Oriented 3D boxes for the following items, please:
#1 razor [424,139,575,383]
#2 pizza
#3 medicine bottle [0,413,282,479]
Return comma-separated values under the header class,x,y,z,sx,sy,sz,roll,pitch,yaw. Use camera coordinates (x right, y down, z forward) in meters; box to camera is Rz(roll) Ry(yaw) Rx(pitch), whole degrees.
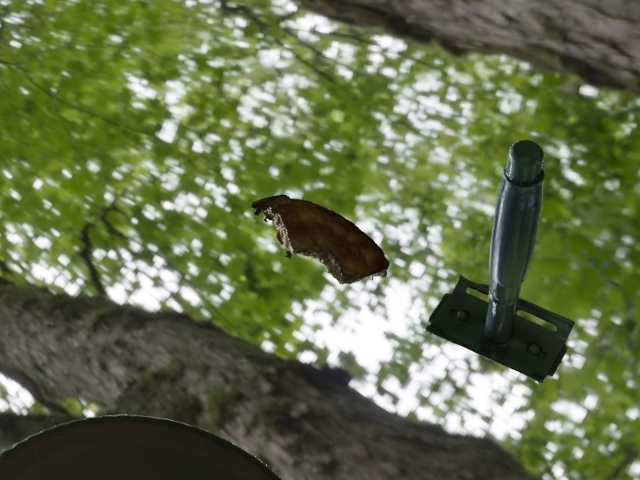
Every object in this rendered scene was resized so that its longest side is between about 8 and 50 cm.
class,x,y,z,sx,sy,sz,roll,pitch,yaw
razor,0.087,0.005,0.576,0.040,0.068,0.135,-55,-22,-34
pizza,0.000,0.000,0.637,0.083,0.016,0.037,26,-131,-21
medicine bottle,-0.134,0.262,0.660,0.224,0.224,0.384,-6,-34,-28
